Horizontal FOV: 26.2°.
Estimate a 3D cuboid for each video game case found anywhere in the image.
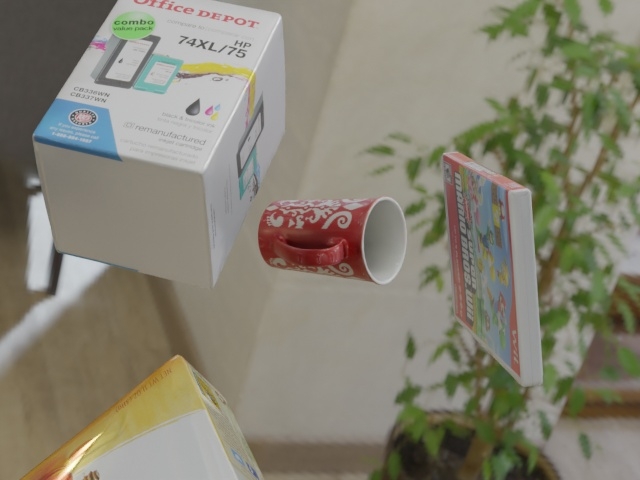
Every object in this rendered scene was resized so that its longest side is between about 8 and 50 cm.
[{"bbox_3d":[0.183,0.022,1.497,0.025,0.204,0.285,-7,12,-8],"label":"video game case"}]

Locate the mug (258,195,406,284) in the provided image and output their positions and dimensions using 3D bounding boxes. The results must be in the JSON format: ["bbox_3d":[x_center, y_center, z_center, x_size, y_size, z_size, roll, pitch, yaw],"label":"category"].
[{"bbox_3d":[0.003,-0.009,1.777,0.169,0.113,0.150,4,-11,34],"label":"mug"}]

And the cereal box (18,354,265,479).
[{"bbox_3d":[-0.085,0.173,0.575,0.047,0.173,0.240,50,2,-33],"label":"cereal box"}]

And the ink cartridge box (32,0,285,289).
[{"bbox_3d":[-0.173,-0.123,1.578,0.198,0.197,0.270,13,50,11],"label":"ink cartridge box"}]
